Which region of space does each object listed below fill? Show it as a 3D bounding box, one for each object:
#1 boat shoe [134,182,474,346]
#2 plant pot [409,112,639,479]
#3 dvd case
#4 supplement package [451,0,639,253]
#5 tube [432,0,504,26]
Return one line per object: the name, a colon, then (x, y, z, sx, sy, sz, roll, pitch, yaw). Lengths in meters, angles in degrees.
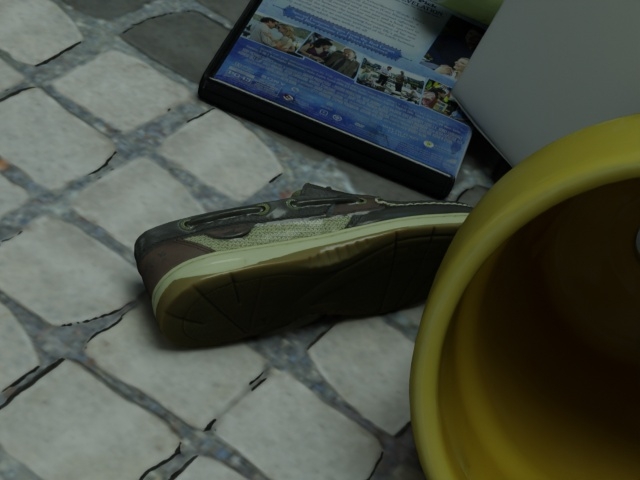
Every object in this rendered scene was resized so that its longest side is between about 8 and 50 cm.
boat shoe: (-0.001, 0.001, 0.938, 0.223, 0.080, 0.073, -12, 54, -29)
plant pot: (0.184, 0.039, 0.867, 0.254, 0.254, 0.239, 23, 23, 1)
dvd case: (0.035, -0.137, 1.162, 0.180, 0.022, 0.253, 22, 39, 2)
supplement package: (0.252, -0.152, 1.046, 0.177, 0.293, 0.175, -1, 43, -40)
tube: (0.184, -0.164, 1.221, 0.240, 0.062, 0.070, 17, 77, -34)
